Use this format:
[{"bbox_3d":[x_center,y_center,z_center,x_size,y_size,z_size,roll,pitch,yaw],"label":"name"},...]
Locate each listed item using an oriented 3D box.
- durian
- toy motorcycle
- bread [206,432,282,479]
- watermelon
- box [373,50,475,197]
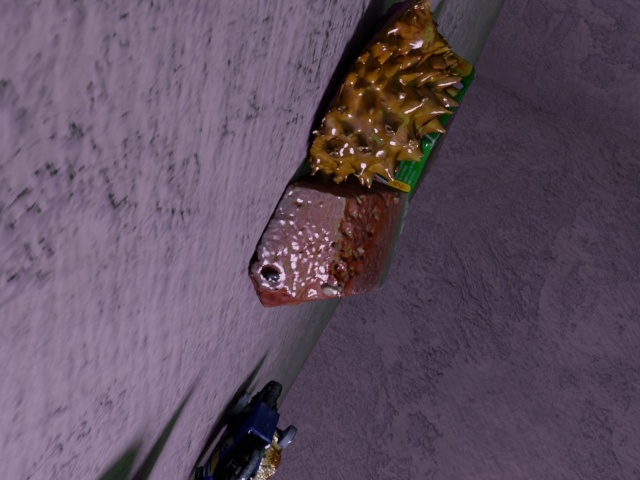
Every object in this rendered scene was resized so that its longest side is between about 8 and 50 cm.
[{"bbox_3d":[0.075,-0.129,1.053,0.191,0.112,0.341,-63,177,-2],"label":"durian"},{"bbox_3d":[-0.133,0.347,1.667,0.169,0.113,0.315,-52,-173,20],"label":"toy motorcycle"},{"bbox_3d":[-0.133,0.395,1.819,0.128,0.069,0.140,-24,-157,36],"label":"bread"},{"bbox_3d":[0.000,0.000,1.125,0.256,0.139,0.193,26,85,-77],"label":"watermelon"},{"bbox_3d":[0.128,-0.157,1.482,0.180,0.103,0.250,-58,173,-32],"label":"box"}]
